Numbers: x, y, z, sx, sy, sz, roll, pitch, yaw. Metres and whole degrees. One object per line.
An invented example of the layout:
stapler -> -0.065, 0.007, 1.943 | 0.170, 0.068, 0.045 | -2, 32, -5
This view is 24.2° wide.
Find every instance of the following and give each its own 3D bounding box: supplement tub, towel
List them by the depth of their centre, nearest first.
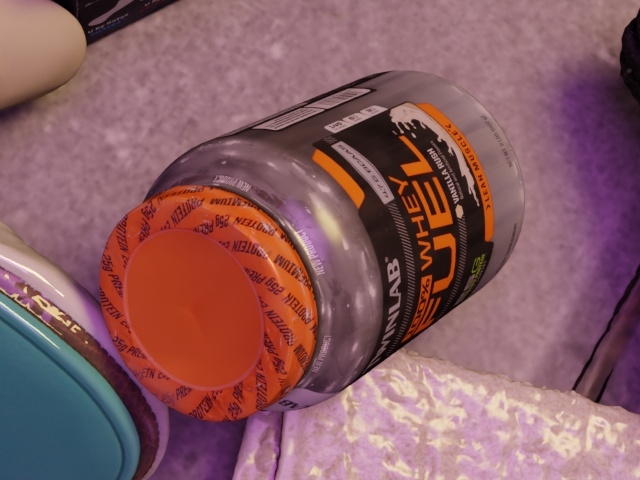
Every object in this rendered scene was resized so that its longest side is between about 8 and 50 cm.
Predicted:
supplement tub -> 0.000, 0.000, 0.638 | 0.117, 0.117, 0.190 | 53, 36, 4
towel -> 0.088, 0.157, 0.697 | 0.282, 0.049, 0.187 | 14, 77, -6

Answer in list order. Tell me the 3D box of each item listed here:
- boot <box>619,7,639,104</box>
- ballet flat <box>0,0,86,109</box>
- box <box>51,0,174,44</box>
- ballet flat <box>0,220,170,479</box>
boot -> 0.320, -0.001, 0.725 | 0.348, 0.131, 0.260 | 17, 40, -34
ballet flat -> -0.222, -0.080, 0.639 | 0.249, 0.086, 0.086 | 8, 77, -21
box -> -0.107, -0.249, 0.704 | 0.163, 0.142, 0.247 | -29, 84, -13
ballet flat -> -0.250, 0.000, 0.641 | 0.400, 0.139, 0.139 | 16, 76, -5
